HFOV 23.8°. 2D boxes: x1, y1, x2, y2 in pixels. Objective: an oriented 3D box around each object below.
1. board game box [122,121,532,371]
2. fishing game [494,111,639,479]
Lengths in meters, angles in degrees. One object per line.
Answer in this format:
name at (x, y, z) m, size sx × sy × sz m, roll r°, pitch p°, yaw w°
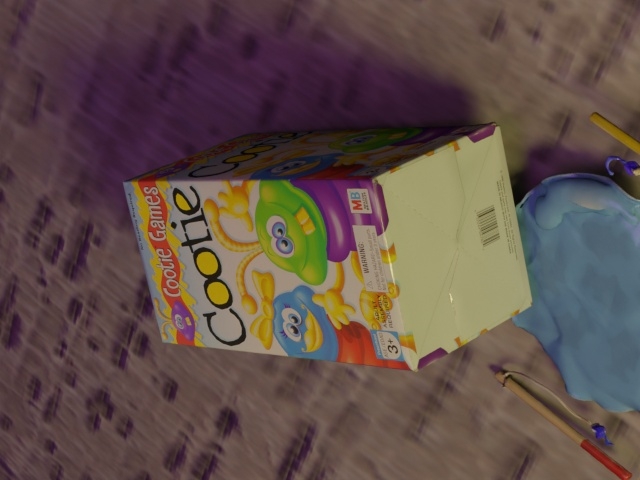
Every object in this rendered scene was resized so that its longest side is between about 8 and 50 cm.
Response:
board game box at (0.000, 0.000, 1.157) m, size 0.275 × 0.142 × 0.144 m, roll 1°, pitch 110°, yaw 46°
fishing game at (0.206, 0.038, 1.094) m, size 0.189 × 0.041 × 0.264 m, roll 37°, pitch 134°, yaw 32°
